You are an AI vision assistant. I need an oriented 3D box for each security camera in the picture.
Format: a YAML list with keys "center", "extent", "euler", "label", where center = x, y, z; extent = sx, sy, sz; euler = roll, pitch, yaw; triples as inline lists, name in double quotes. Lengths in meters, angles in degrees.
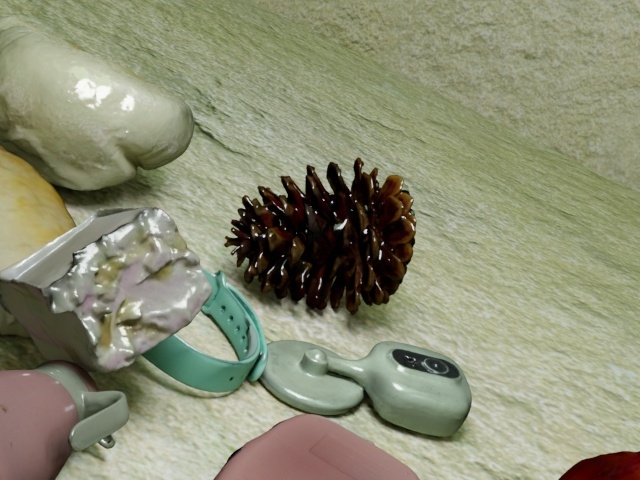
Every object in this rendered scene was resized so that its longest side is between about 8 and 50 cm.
- center: [0.060, 0.183, 1.393]
  extent: [0.301, 0.080, 0.157]
  euler: [14, 25, -13]
  label: "security camera"

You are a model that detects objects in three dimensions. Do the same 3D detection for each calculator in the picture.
- center: [-0.001, 0.287, 1.144]
  extent: [0.220, 0.048, 0.329]
  euler: [27, 21, 15]
  label: "calculator"

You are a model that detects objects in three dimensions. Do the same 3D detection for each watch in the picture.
- center: [-0.166, 0.104, 1.346]
  extent: [0.195, 0.068, 0.237]
  euler: [23, 20, -18]
  label: "watch"

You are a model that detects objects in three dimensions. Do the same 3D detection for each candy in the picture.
- center: [-0.249, 0.056, 1.147]
  extent: [0.185, 0.137, 0.195]
  euler: [-38, 22, -32]
  label: "candy"

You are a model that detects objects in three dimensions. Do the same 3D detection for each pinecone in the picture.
- center: [0.001, -0.002, 1.547]
  extent: [0.292, 0.246, 0.246]
  euler: [-4, 31, -16]
  label: "pinecone"

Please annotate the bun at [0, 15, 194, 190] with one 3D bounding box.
- center: [-0.389, -0.195, 1.631]
  extent: [0.365, 0.219, 0.365]
  euler: [26, 7, -3]
  label: "bun"

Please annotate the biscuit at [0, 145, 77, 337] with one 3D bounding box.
- center: [-0.514, -0.031, 1.305]
  extent: [0.429, 0.104, 0.446]
  euler: [8, 29, -35]
  label: "biscuit"

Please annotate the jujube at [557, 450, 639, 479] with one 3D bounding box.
- center: [0.408, 0.359, 1.073]
  extent: [0.377, 0.276, 0.276]
  euler: [16, 24, -11]
  label: "jujube"

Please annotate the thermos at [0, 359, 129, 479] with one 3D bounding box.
- center: [-0.291, 0.189, 0.975]
  extent: [0.176, 0.146, 0.265]
  euler: [-5, 7, 15]
  label: "thermos"
